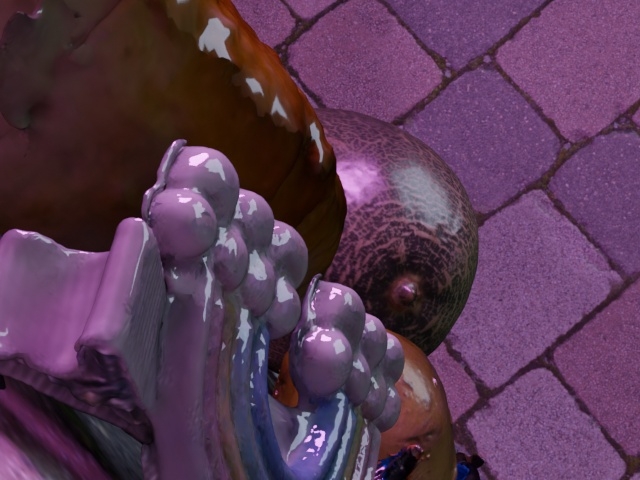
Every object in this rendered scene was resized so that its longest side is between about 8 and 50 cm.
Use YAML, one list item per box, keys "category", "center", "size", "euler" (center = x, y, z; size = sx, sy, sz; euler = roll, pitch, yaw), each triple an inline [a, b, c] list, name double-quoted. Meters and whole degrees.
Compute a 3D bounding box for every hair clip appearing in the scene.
- category: "hair clip"
  center: [-0.029, 0.057, 0.420]
  size: [0.220, 0.054, 0.140]
  euler: [47, 42, -51]

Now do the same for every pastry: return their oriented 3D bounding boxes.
- category: "pastry"
  center: [-0.117, -0.084, 0.537]
  size: [0.329, 0.136, 0.329]
  euler: [50, -2, 3]

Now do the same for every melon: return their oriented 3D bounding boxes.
- category: "melon"
  center: [0.000, 0.000, 1.122]
  size: [0.248, 0.248, 0.329]
  euler: [52, -11, -27]

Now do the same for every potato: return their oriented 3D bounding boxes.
- category: "potato"
  center: [0.040, 0.140, 0.934]
  size: [0.176, 0.137, 0.137]
  euler: [55, -3, -35]

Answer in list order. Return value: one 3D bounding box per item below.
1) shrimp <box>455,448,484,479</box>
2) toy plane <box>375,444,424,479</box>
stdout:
- category: "shrimp"
  center: [0.076, 0.217, 1.232]
  size: [0.221, 0.110, 0.446]
  euler: [42, -4, -3]
- category: "toy plane"
  center: [0.023, 0.147, 0.700]
  size: [0.135, 0.062, 0.188]
  euler: [54, -14, 13]
